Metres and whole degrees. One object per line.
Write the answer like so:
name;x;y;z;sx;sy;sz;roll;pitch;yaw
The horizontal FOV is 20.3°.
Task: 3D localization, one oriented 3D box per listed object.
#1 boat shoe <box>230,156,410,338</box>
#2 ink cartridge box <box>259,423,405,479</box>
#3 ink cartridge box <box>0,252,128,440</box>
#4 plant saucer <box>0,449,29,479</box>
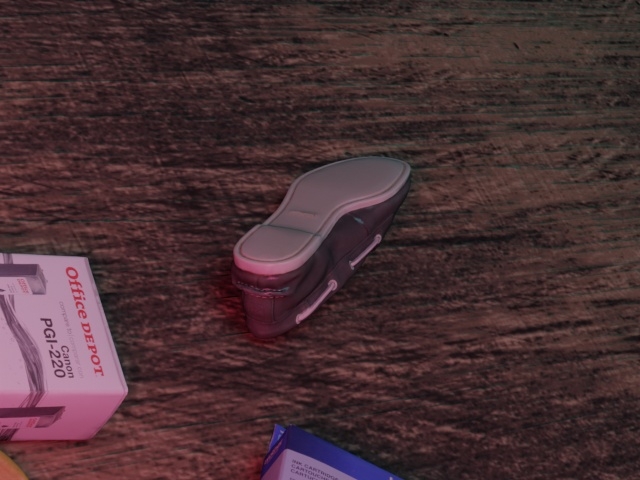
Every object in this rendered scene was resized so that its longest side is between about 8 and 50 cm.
boat shoe;0.000;0.000;1.964;0.112;0.096;0.335;13;28;24
ink cartridge box;0.028;0.285;1.623;0.185;0.065;0.311;28;28;-11
ink cartridge box;-0.302;0.096;1.619;0.218;0.092;0.159;5;52;-38
plant saucer;-0.355;0.250;1.360;0.333;0.081;0.333;51;26;-42
